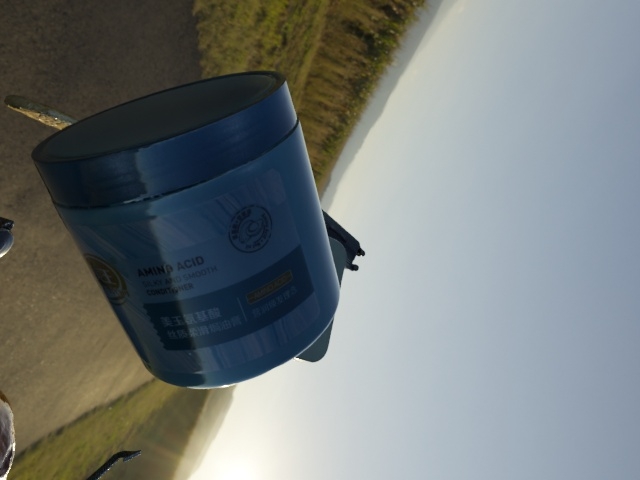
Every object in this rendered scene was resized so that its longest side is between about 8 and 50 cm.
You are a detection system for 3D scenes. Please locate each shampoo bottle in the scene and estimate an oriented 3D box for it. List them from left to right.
[{"bbox_3d":[-0.162,-0.023,0.753,0.331,0.331,0.342,-69,149,-56],"label":"shampoo bottle"}]

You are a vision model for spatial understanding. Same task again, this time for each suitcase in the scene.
[{"bbox_3d":[0.000,0.000,1.950,0.202,0.312,0.128,-4,-129,50],"label":"suitcase"}]

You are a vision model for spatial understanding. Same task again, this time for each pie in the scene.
[{"bbox_3d":[-0.774,-0.356,1.519,0.218,0.185,0.052,23,91,-64],"label":"pie"}]

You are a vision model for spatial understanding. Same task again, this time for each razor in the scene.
[{"bbox_3d":[-0.516,0.547,1.257,0.190,0.033,0.066,-37,166,10],"label":"razor"}]

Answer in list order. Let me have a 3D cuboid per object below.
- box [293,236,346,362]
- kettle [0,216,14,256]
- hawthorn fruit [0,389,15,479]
[{"bbox_3d":[-0.127,0.127,1.560,0.111,0.396,0.396,-19,-129,55],"label":"box"},{"bbox_3d":[-0.984,-0.029,1.467,0.202,0.232,0.144,-49,164,-20],"label":"kettle"},{"bbox_3d":[-1.045,0.587,1.418,0.471,0.472,0.472,-63,-176,8],"label":"hawthorn fruit"}]
